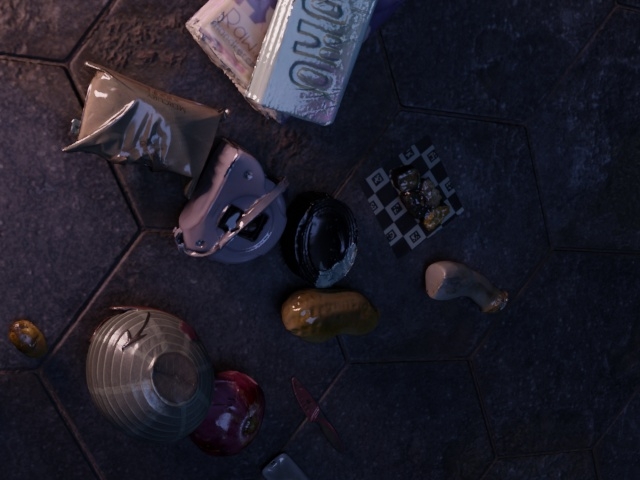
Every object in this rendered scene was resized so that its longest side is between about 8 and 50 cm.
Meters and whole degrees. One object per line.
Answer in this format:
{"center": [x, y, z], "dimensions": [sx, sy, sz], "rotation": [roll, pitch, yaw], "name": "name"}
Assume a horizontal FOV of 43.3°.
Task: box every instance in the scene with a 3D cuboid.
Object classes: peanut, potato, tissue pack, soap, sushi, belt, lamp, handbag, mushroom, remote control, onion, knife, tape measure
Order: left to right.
{"center": [-0.535, 0.182, 1.477], "dimensions": [0.051, 0.040, 0.083], "rotation": [-36, 118, -4], "name": "potato"}
{"center": [-0.304, -0.188, 1.410], "dimensions": [0.271, 0.117, 0.182], "rotation": [16, 88, -31], "name": "handbag"}
{"center": [-0.321, 0.248, 1.499], "dimensions": [0.233, 0.233, 0.265], "rotation": [-46, 116, -4], "name": "lamp"}
{"center": [-0.193, 0.352, 1.638], "dimensions": [0.177, 0.153, 0.177], "rotation": [-8, 105, -32], "name": "onion"}
{"center": [-0.157, -0.053, 1.526], "dimensions": [0.197, 0.120, 0.236], "rotation": [24, 102, -37], "name": "tape measure"}
{"center": [-0.042, -0.406, 1.448], "dimensions": [0.344, 0.125, 0.242], "rotation": [-44, 122, -2], "name": "tissue pack"}
{"center": [-0.048, 0.576, 1.841], "dimensions": [0.073, 0.044, 0.229], "rotation": [-37, 120, -5], "name": "remote control"}
{"center": [-0.011, -0.335, 1.362], "dimensions": [0.150, 0.094, 0.261], "rotation": [13, 105, -29], "name": "soap"}
{"center": [-0.009, 0.395, 1.813], "dimensions": [0.035, 0.018, 0.247], "rotation": [-35, 116, -6], "name": "knife"}
{"center": [0.000, 0.000, 1.639], "dimensions": [0.151, 0.078, 0.198], "rotation": [-8, 110, -27], "name": "belt"}
{"center": [0.024, 0.158, 1.694], "dimensions": [0.237, 0.110, 0.120], "rotation": [6, 84, -34], "name": "peanut"}
{"center": [0.210, -0.084, 1.721], "dimensions": [0.192, 0.050, 0.215], "rotation": [-36, 119, -9], "name": "sushi"}
{"center": [0.335, 0.106, 1.833], "dimensions": [0.223, 0.081, 0.092], "rotation": [19, 66, -33], "name": "mushroom"}
